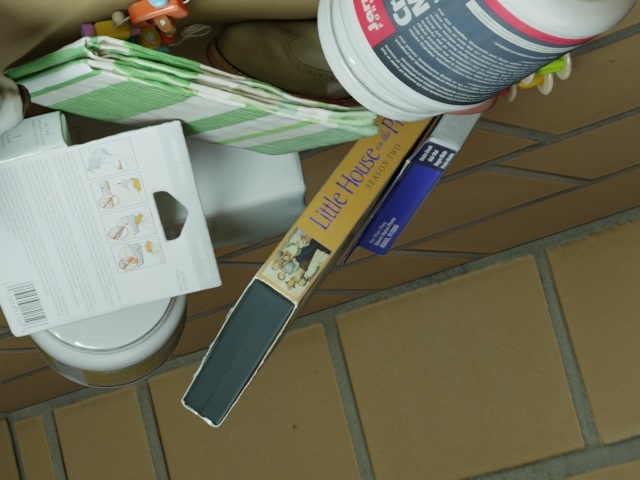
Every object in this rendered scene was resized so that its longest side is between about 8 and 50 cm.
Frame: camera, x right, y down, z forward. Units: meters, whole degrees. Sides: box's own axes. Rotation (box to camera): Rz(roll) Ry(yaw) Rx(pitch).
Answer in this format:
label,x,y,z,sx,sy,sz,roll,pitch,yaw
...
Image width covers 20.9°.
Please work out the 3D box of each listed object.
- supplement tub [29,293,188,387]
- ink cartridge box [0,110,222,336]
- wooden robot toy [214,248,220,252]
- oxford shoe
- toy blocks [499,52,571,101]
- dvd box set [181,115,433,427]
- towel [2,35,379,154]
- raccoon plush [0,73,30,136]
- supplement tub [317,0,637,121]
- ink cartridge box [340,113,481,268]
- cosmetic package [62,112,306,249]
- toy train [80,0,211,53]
label,x,y,z,sx,sy,sz,roll,pitch,yaw
supplement tub,-0.309,0.077,2.482,0.241,0.241,0.331,-13,170,-8
ink cartridge box,-0.245,-0.026,1.836,0.239,0.060,0.275,-15,140,-4
wooden robot toy,-0.174,-0.016,2.621,0.076,0.079,0.173,-12,170,-11
oxford shoe,0.049,-0.215,1.822,0.348,0.123,0.130,-3,134,-29
toy blocks,0.227,-0.207,2.185,0.148,0.054,0.123,-11,171,-14
dvd box set,0.000,0.000,2.082,0.420,0.062,0.307,-54,177,-37
towel,-0.129,-0.138,1.724,0.325,0.038,0.248,10,172,-29
raccoon plush,-0.463,-0.039,1.488,0.446,0.216,0.299,-32,171,-19
supplement tub,0.137,-0.227,1.532,0.191,0.191,0.272,-8,168,-34
ink cartridge box,0.125,-0.082,2.132,0.224,0.045,0.223,-54,177,-42
cosmetic package,-0.254,-0.056,2.034,0.453,0.161,0.230,-13,171,-5
toy train,-0.163,-0.197,1.703,0.125,0.046,0.166,-15,170,8
